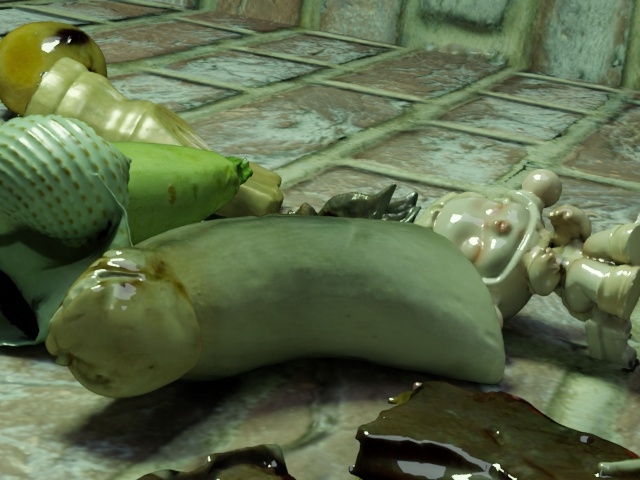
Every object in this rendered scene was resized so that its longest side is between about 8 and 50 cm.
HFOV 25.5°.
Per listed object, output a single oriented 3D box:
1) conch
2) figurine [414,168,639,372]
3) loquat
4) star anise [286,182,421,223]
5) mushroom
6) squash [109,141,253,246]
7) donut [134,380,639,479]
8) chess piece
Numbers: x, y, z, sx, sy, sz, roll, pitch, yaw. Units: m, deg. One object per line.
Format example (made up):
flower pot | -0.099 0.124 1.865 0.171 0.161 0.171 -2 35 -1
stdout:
conch | -0.236 -0.007 1.142 0.200 0.172 0.131 -29 4 0
figurine | 0.186 0.017 1.288 0.257 0.182 0.144 14 -9 31
loquat | -0.361 -0.223 1.883 0.163 0.137 0.163 -3 31 2
star anise | 0.000 0.000 1.293 0.204 0.061 0.180 -17 -14 -22
mushroom | -0.043 0.051 1.105 0.397 0.126 0.177 0 26 -38
squash | -0.194 -0.040 1.367 0.118 0.118 0.370 17 15 30
donut | 0.060 0.180 0.678 0.259 0.136 0.345 19 20 29
chess piece | -0.182 -0.093 1.581 0.301 0.137 0.137 23 17 4
